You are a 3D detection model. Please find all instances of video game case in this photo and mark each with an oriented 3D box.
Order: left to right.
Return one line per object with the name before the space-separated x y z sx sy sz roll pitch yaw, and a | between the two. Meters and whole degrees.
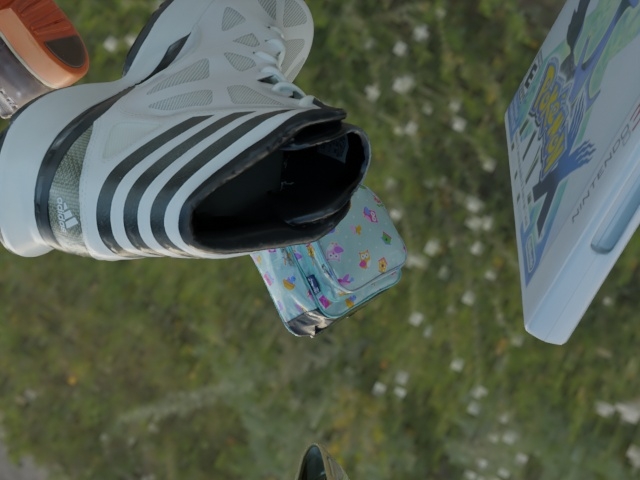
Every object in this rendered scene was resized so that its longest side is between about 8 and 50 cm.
video game case | 0.216 -0.131 1.231 0.036 0.329 0.300 22 119 -9

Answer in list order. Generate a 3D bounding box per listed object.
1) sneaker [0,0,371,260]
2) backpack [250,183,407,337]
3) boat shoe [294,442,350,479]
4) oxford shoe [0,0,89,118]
sneaker | -0.051 -0.091 1.459 0.257 0.447 0.169 11 122 23
backpack | 0.000 0.000 2.110 0.188 0.166 0.144 56 138 6
boat shoe | -0.007 0.223 1.462 0.056 0.153 0.048 -24 104 19
oxford shoe | -0.420 -0.293 1.919 0.132 0.130 0.364 -34 97 25
